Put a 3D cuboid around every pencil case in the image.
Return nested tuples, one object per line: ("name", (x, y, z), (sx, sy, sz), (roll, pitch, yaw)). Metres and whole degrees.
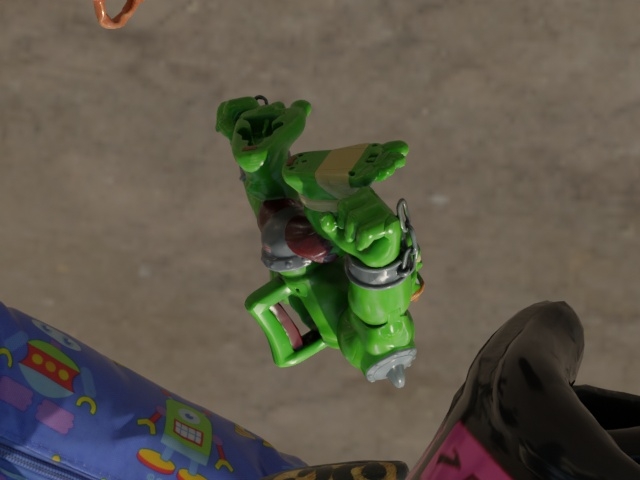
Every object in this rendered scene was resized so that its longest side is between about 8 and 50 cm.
("pencil case", (-0.149, 0.142, 1.252), (0.306, 0.133, 0.119), (30, 113, -24))

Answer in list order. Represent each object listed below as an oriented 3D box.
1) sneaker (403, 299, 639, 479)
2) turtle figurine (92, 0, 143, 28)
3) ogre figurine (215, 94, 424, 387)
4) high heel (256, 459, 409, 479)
("sneaker", (0.033, 0.128, 0.447), (0.483, 0.202, 0.185), (-28, -157, -14))
("turtle figurine", (-0.172, -0.118, 0.767), (0.269, 0.087, 0.217), (-37, 158, -13))
("ogre figurine", (0.000, 0.000, 0.984), (0.197, 0.097, 0.118), (17, 130, 45))
("high heel", (-0.052, 0.235, 1.087), (0.261, 0.186, 0.093), (-36, 105, 17))
